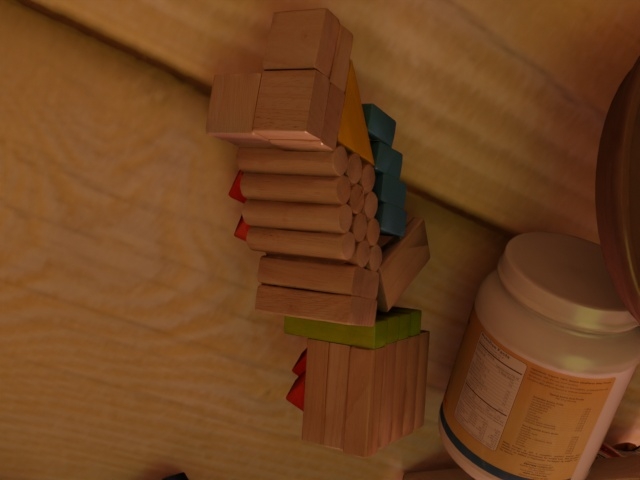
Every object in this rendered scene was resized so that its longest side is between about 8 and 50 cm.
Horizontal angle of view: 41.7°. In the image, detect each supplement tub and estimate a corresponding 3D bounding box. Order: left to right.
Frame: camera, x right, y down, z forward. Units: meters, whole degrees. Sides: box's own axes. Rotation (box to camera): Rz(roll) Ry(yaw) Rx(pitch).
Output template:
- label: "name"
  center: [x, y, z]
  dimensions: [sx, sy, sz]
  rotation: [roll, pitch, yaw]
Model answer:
- label: "supplement tub"
  center: [0.193, 0.108, 0.734]
  dimensions: [0.144, 0.144, 0.200]
  rotation: [2, 120, -17]

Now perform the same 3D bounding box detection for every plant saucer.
- label: "plant saucer"
  center: [0.303, -0.037, 0.663]
  dimensions: [0.278, 0.041, 0.278]
  rotation: [0, 90, -36]

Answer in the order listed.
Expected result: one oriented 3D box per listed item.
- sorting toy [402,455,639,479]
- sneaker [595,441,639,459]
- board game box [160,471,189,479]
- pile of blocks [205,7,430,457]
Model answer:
- label: "sorting toy"
  center: [0.243, 0.334, 0.852]
  dimensions: [0.255, 0.089, 0.257]
  rotation: [-13, 129, 28]
- label: "sneaker"
  center: [0.354, 0.263, 0.899]
  dimensions: [0.225, 0.093, 0.088]
  rotation: [24, 140, -20]
- label: "board game box"
  center: [-0.129, 0.361, 0.756]
  dimensions: [0.165, 0.243, 0.042]
  rotation: [-40, 162, 10]
- label: "pile of blocks"
  center: [0.000, 0.000, 0.654]
  dimensions: [0.112, 0.149, 0.362]
  rotation: [5, 119, 31]
